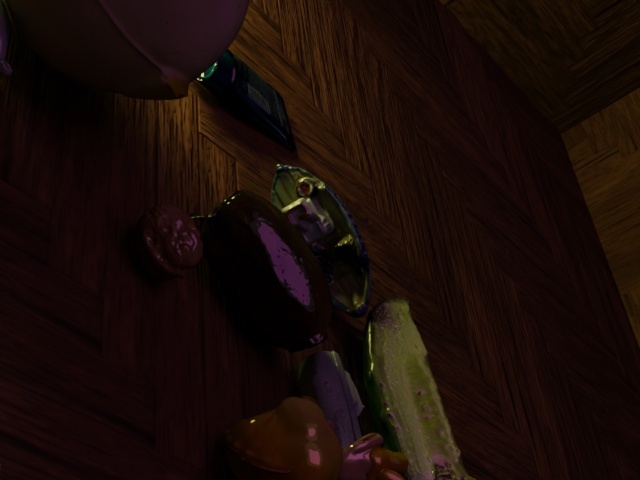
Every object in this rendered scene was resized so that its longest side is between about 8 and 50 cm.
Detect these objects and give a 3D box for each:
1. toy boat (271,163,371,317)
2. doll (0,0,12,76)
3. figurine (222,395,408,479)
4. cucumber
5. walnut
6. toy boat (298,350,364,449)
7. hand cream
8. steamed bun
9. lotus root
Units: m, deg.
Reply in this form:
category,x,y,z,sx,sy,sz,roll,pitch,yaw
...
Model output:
category,x,y,z,sx,sy,sz,roll,pitch,yaw
toy boat,0.000,0.000,1.591,0.262,0.114,0.115,58,12,-9
doll,-0.412,-0.274,1.206,0.227,0.075,0.102,55,13,22
figurine,-0.003,0.269,1.246,0.246,0.131,0.156,13,91,-28
cucumber,0.122,0.243,1.575,0.145,0.105,0.325,4,54,-28
walnut,-0.188,0.004,1.291,0.082,0.079,0.096,-1,62,-60
toy boat,0.027,0.269,1.388,0.085,0.078,0.260,19,43,-34
hand cream,-0.118,-0.246,1.737,0.270,0.061,0.120,29,39,-55
steamed bun,-0.243,-0.349,1.317,0.334,0.334,0.374,48,26,-21
lotus root,-0.073,0.041,1.408,0.241,0.124,0.123,57,35,-3
